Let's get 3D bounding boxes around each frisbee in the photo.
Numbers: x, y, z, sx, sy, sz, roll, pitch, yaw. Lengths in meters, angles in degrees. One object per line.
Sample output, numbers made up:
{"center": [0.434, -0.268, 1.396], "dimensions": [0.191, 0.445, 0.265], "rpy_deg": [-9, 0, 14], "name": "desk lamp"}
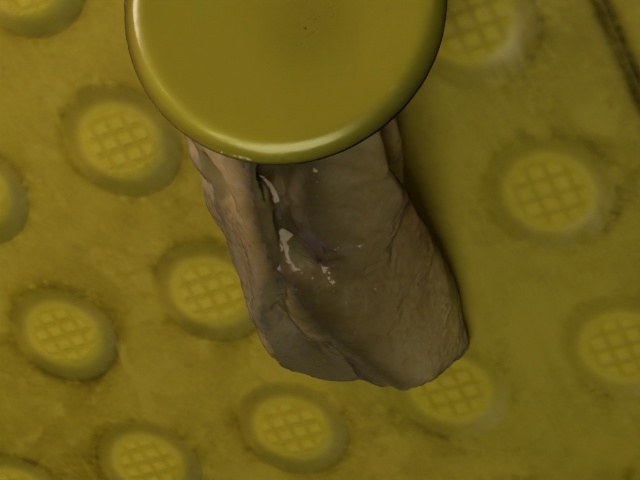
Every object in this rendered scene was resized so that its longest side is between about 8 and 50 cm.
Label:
{"center": [-0.027, -0.170, 1.194], "dimensions": [0.236, 0.017, 0.235], "rpy_deg": [-1, 82, 8], "name": "frisbee"}

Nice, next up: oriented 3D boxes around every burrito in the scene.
{"center": [0.003, 0.001, 1.327], "dimensions": [0.190, 0.135, 0.331], "rpy_deg": [-9, 124, 13], "name": "burrito"}
